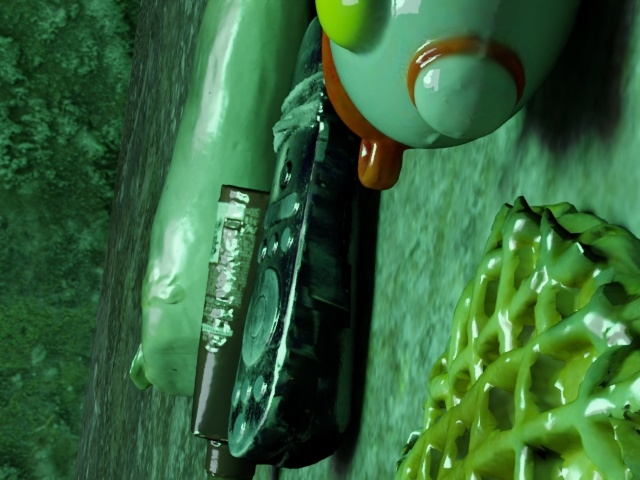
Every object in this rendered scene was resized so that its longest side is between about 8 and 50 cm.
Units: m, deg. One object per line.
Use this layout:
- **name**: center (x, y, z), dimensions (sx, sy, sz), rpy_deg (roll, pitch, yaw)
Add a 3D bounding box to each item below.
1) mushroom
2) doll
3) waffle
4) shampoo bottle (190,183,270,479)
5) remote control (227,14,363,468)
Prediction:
- **mushroom**: center (-0.064, -0.060, 1.230), dimensions (0.109, 0.097, 0.351), rpy_deg (-179, 99, -78)
- **doll**: center (0.062, -0.152, 0.640), dimensions (0.200, 0.105, 0.336), rpy_deg (-96, 18, -47)
- **waffle**: center (0.067, 0.087, 0.600), dimensions (0.214, 0.054, 0.208), rpy_deg (-104, 28, -66)
- **shampoo bottle**: center (-0.049, 0.084, 1.145), dimensions (0.068, 0.067, 0.236), rpy_deg (-115, 32, -87)
- **remote control**: center (0.000, 0.000, 0.992), dimensions (0.090, 0.066, 0.266), rpy_deg (-17, 62, 63)
